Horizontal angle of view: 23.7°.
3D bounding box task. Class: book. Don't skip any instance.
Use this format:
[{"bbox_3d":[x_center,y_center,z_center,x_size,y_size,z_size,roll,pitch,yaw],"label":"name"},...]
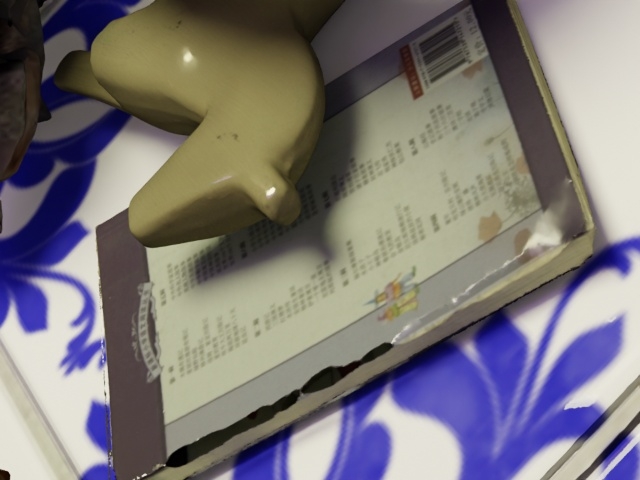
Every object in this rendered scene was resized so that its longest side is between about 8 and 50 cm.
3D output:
[{"bbox_3d":[0.000,0.001,0.653,0.231,0.026,0.157,-30,43,19],"label":"book"}]

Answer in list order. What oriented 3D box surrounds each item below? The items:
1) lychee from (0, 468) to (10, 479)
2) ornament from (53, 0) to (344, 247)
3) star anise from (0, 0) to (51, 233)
[{"bbox_3d":[-0.235,0.171,0.526,0.330,0.306,0.306,-13,53,42],"label":"lychee"},{"bbox_3d":[-0.044,-0.102,0.718,0.245,0.061,0.230,20,68,49],"label":"ornament"},{"bbox_3d":[-0.210,-0.176,0.754,0.139,0.316,0.359,-4,86,-1],"label":"star anise"}]
